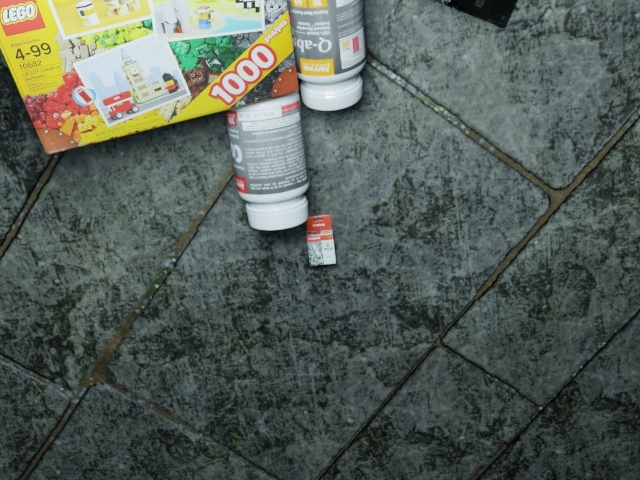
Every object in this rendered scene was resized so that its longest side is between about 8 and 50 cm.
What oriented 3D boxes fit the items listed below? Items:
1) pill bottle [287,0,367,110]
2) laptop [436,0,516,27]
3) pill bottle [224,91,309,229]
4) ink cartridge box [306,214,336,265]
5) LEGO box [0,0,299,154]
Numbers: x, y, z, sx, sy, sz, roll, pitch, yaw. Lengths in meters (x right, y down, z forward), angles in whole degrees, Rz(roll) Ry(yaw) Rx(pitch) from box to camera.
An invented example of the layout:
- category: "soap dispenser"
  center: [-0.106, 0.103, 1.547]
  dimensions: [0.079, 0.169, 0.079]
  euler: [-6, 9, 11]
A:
- category: "pill bottle"
  center: [0.010, -0.412, 1.439]
  dimensions: [0.162, 0.162, 0.278]
  euler: [-6, 128, 3]
- category: "laptop"
  center: [0.294, -0.596, 1.471]
  dimensions: [0.264, 0.136, 0.234]
  euler: [9, 114, -31]
- category: "pill bottle"
  center: [-0.110, -0.175, 1.558]
  dimensions: [0.161, 0.161, 0.283]
  euler: [-6, 111, 3]
- category: "ink cartridge box"
  center: [0.000, 0.000, 1.696]
  dimensions: [0.063, 0.029, 0.115]
  euler: [-5, 112, 3]
- category: "LEGO box"
  center: [-0.320, -0.416, 1.329]
  dimensions: [0.500, 0.193, 0.372]
  euler: [-17, 133, -9]
